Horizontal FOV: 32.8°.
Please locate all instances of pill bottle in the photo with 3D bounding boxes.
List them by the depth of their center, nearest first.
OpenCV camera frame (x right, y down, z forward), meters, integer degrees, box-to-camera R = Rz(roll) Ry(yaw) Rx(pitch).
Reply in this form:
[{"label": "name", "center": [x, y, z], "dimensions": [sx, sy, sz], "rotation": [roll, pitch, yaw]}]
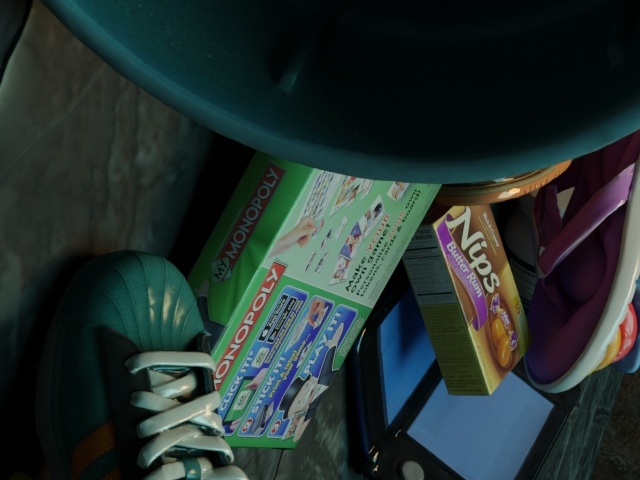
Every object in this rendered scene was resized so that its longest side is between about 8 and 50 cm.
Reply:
[{"label": "pill bottle", "center": [0.306, 0.035, 1.387], "dimensions": [0.153, 0.153, 0.264], "rotation": [-46, 146, -45]}]

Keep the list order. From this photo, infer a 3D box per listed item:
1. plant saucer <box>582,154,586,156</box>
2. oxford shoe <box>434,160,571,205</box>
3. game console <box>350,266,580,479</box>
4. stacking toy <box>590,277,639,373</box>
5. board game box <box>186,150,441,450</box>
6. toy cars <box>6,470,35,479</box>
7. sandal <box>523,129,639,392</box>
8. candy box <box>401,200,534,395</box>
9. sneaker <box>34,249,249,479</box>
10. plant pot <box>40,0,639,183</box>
[{"label": "plant saucer", "center": [0.367, -0.091, 1.412], "dimensions": [0.037, 0.241, 0.241], "rotation": [-20, 138, -9]}, {"label": "oxford shoe", "center": [0.189, -0.151, 1.083], "dimensions": [0.363, 0.130, 0.132], "rotation": [-52, 132, -50]}, {"label": "game console", "center": [0.165, 0.135, 1.147], "dimensions": [0.293, 0.250, 0.173], "rotation": [-48, 173, -42]}, {"label": "stacking toy", "center": [0.329, 0.150, 1.559], "dimensions": [0.302, 0.175, 0.165], "rotation": [-28, 132, -39]}, {"label": "board game box", "center": [0.000, 0.000, 0.769], "dimensions": [0.317, 0.046, 0.213], "rotation": [-61, 155, 1]}, {"label": "toy cars", "center": [-0.072, 0.245, 0.680], "dimensions": [0.394, 0.087, 0.176], "rotation": [15, 67, -39]}, {"label": "sandal", "center": [0.280, -0.042, 1.165], "dimensions": [0.416, 0.102, 0.169], "rotation": [-69, -167, -12]}, {"label": "candy box", "center": [0.144, 0.047, 1.078], "dimensions": [0.109, 0.053, 0.186], "rotation": [-37, 114, -47]}, {"label": "sneaker", "center": [-0.073, 0.144, 0.564], "dimensions": [0.108, 0.121, 0.302], "rotation": [6, 72, -40]}, {"label": "plant pot", "center": [0.056, -0.259, 0.474], "dimensions": [0.341, 0.341, 0.334], "rotation": [83, 27, -44]}]
